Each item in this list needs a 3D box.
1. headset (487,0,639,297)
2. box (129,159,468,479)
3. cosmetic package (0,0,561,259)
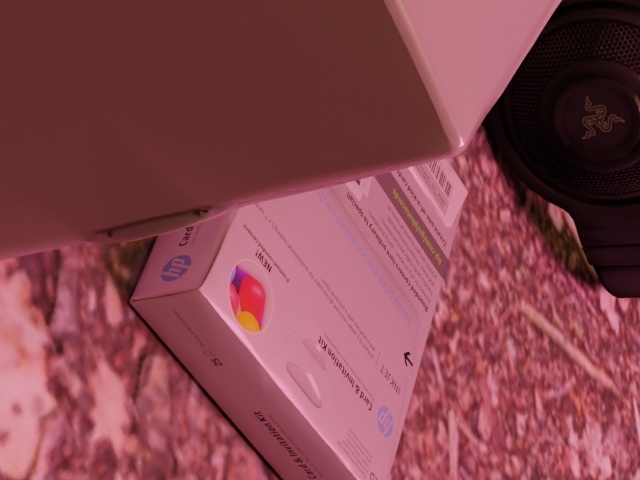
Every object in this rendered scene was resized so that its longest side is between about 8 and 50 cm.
[{"bbox_3d":[0.194,-0.135,0.954,0.394,0.185,0.243,61,34,-47],"label":"headset"},{"bbox_3d":[0.000,0.000,0.737,0.145,0.038,0.186,53,39,-35],"label":"box"},{"bbox_3d":[-0.098,-0.194,0.475,0.385,0.217,0.156,65,34,-25],"label":"cosmetic package"}]
